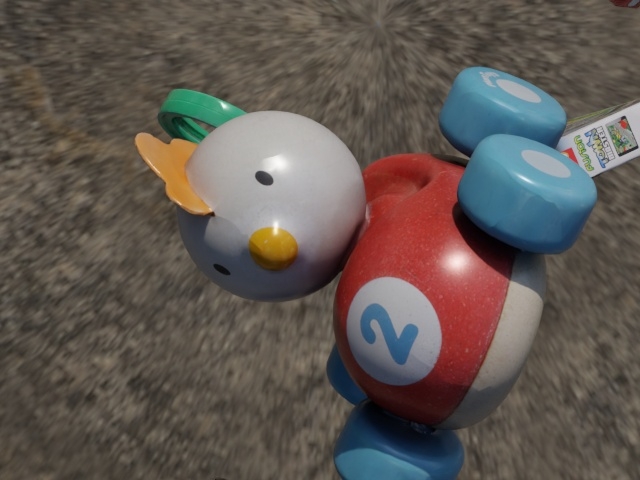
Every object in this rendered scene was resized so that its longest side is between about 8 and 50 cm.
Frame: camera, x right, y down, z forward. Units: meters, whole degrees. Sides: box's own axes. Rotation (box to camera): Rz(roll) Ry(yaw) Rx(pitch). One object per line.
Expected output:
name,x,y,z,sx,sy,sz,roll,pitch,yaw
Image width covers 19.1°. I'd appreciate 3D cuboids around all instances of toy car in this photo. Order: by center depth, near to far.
toy car,0.000,0.000,1.100,0.238,0.210,0.219,19,113,-11

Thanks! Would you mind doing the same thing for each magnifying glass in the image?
magnifying glass,-0.046,-0.045,1.347,0.092,0.231,0.026,19,77,25

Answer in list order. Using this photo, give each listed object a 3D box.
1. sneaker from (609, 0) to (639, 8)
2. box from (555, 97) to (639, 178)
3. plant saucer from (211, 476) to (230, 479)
sneaker,0.259,-0.207,1.068,0.128,0.087,0.221,15,130,-25
box,0.184,-0.065,1.430,0.114,0.207,0.036,-24,93,-15
plant saucer,-0.010,0.217,1.281,0.168,0.168,0.029,35,89,-2
